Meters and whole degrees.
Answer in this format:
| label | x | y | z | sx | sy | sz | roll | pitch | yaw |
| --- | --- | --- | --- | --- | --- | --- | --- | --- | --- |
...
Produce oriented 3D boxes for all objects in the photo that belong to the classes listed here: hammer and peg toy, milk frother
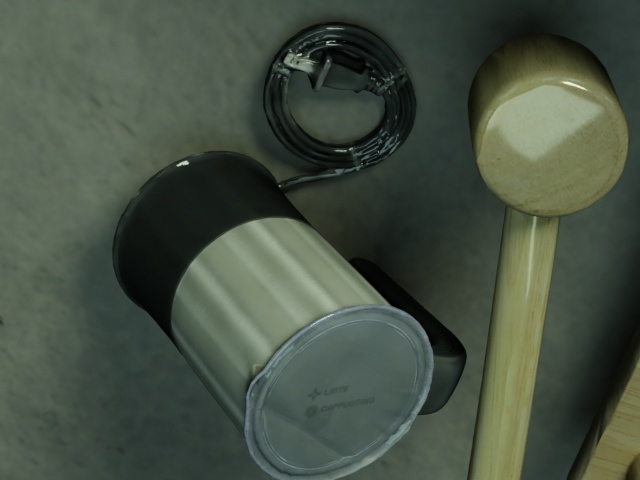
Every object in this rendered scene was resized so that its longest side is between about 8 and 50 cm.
| label | x | y | z | sx | sy | sz | roll | pitch | yaw |
| --- | --- | --- | --- | --- | --- | --- | --- | --- | --- |
| hammer and peg toy | 0.211 | 0.039 | 0.773 | 0.361 | 0.127 | 0.266 | 16 | 118 | -6 |
| milk frother | 0.000 | 0.000 | 0.753 | 0.129 | 0.135 | 0.143 | -9 | 124 | -28 |
